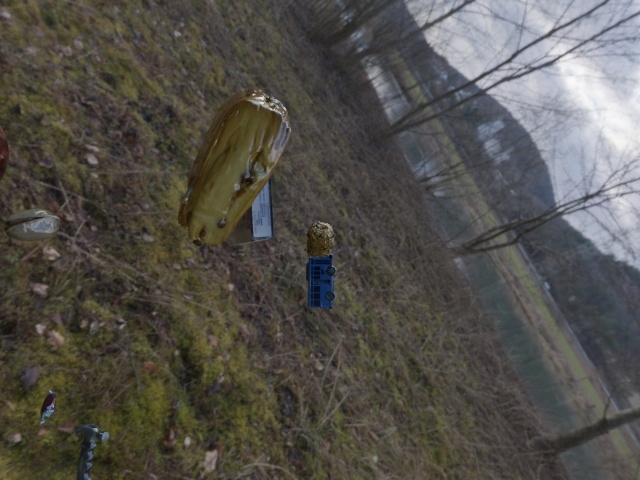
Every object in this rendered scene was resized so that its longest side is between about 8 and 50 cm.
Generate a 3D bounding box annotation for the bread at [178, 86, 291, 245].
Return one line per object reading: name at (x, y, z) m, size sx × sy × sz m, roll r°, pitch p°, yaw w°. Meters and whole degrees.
bread at (-0.142, -0.126, 0.661) m, size 0.099 × 0.235 × 0.211 m, roll 29°, pitch 19°, yaw -22°

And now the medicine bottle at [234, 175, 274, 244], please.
medicine bottle at (-0.162, -0.078, 0.991) m, size 0.052 × 0.201 × 0.171 m, roll -1°, pitch 88°, yaw -23°

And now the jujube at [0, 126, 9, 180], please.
jujube at (-0.487, -0.102, 0.502) m, size 0.168 × 0.168 × 0.236 m, roll 52°, pitch 1°, yaw -21°

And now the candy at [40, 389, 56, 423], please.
candy at (-0.937, 0.570, 1.461) m, size 0.175 × 0.043 × 0.045 m, roll -146°, pitch -124°, yaw -61°

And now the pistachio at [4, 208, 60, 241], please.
pistachio at (-0.918, -0.049, 1.348) m, size 0.149 × 0.113 × 0.113 m, roll -18°, pitch 78°, yaw -48°

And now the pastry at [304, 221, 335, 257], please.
pastry at (0.000, 0.000, 1.150) m, size 0.140 × 0.079 × 0.056 m, roll 111°, pitch -27°, yaw -60°

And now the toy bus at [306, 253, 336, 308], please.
toy bus at (0.003, 0.140, 1.451) m, size 0.090 × 0.106 × 0.185 m, roll 66°, pitch 25°, yaw -79°

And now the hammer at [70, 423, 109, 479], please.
hammer at (-0.888, 0.819, 1.610) m, size 0.041 × 0.158 × 0.227 m, roll 9°, pitch 87°, yaw -69°
